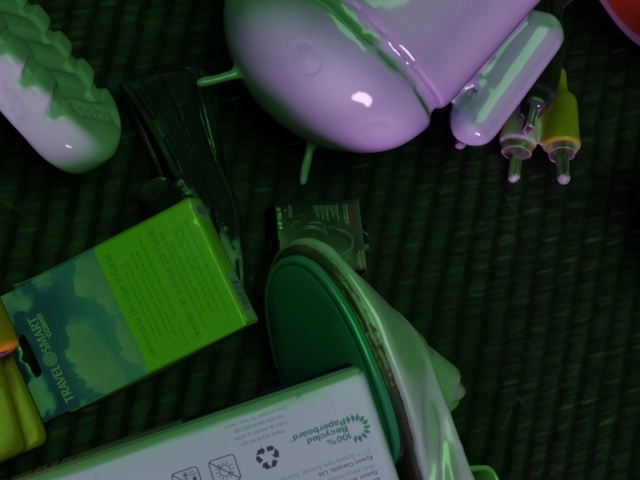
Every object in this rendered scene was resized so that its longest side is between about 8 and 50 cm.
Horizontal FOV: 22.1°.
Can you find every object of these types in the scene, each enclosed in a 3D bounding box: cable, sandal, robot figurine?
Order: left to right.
[{"bbox_3d":[-0.321,-0.203,1.257,0.102,0.169,0.416,-39,91,17],"label":"sandal"},{"bbox_3d":[0.063,-0.213,1.309,0.300,0.200,0.353,43,88,-12],"label":"robot figurine"},{"bbox_3d":[0.187,-0.187,1.459,0.139,0.072,0.287,20,59,-2],"label":"cable"}]

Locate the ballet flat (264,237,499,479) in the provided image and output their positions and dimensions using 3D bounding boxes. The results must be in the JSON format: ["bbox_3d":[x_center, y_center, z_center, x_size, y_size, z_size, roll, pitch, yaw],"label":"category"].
[{"bbox_3d":[0.076,0.178,1.296,0.139,0.139,0.400,-22,88,-21],"label":"ballet flat"}]

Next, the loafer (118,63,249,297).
[{"bbox_3d":[-0.108,-0.033,1.306,0.078,0.076,0.223,-11,76,-14],"label":"loafer"}]

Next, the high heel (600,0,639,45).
[{"bbox_3d":[0.381,-0.225,1.459,0.377,0.127,0.181,38,77,-29],"label":"high heel"}]

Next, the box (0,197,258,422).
[{"bbox_3d":[-0.150,0.054,1.252,0.178,0.042,0.109,-26,85,11],"label":"box"}]

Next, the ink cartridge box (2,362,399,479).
[{"bbox_3d":[-0.075,0.294,1.185,0.324,0.071,0.330,-18,91,-6],"label":"ink cartridge box"}]

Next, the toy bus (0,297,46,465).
[{"bbox_3d":[-0.309,0.015,1.196,0.108,0.130,0.333,-23,85,-21],"label":"toy bus"}]

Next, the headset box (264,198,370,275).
[{"bbox_3d":[0.000,0.000,1.352,0.083,0.032,0.062,-2,77,-17],"label":"headset box"}]
